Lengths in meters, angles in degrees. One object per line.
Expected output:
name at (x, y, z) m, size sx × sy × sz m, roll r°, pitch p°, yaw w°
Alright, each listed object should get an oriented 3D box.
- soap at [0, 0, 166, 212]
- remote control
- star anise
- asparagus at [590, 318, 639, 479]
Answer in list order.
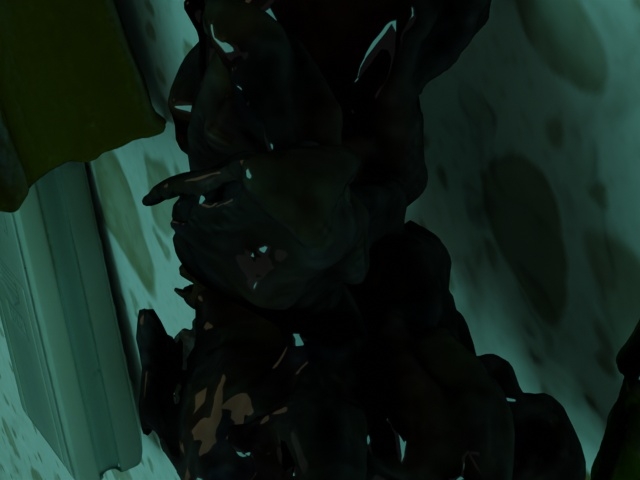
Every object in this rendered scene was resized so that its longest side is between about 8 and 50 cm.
soap at (-0.232, -0.156, 0.827) m, size 0.259 × 0.143 × 0.281 m, roll 6°, pitch 125°, yaw 45°
remote control at (-0.168, 0.007, 1.048) m, size 0.103 × 0.055 × 0.277 m, roll 37°, pitch 140°, yaw 54°
star anise at (0.000, 0.004, 0.519) m, size 0.283 × 0.129 × 0.212 m, roll 131°, pitch 128°, yaw -77°
asparagus at (0.093, 0.021, 0.443) m, size 0.165 × 0.030 × 0.036 m, roll 89°, pitch 179°, yaw -45°
